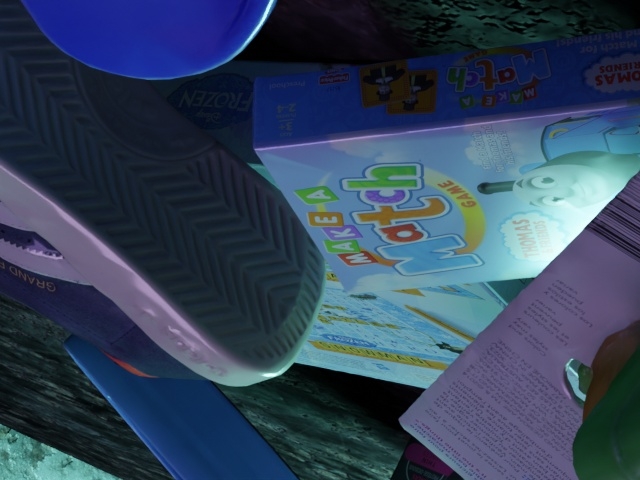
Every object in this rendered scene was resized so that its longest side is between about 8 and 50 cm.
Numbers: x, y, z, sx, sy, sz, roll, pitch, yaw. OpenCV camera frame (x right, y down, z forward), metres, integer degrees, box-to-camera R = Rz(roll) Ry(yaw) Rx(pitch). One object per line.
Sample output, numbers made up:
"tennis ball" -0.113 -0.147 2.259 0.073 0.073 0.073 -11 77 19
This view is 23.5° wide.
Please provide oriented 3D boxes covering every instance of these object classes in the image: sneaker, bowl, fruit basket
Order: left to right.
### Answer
"sneaker" -0.153 -0.054 0.736 0.148 0.131 0.350 -11 124 46
"bowl" -0.086 0.219 1.440 0.391 0.077 0.391 47 169 12
"fruit basket" 0.213 0.124 0.675 0.327 0.165 0.353 39 159 5

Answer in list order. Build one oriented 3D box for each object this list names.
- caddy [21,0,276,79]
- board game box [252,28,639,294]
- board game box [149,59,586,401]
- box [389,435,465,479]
"caddy" -0.130 -0.175 0.402 0.241 0.179 0.341 -8 155 13
"board game box" 0.094 -0.030 0.657 0.211 0.039 0.160 -5 155 14
"board game box" 0.000 0.000 0.934 0.318 0.066 0.318 8 157 39
"box" 0.188 0.302 1.458 0.165 0.143 0.270 16 164 44
